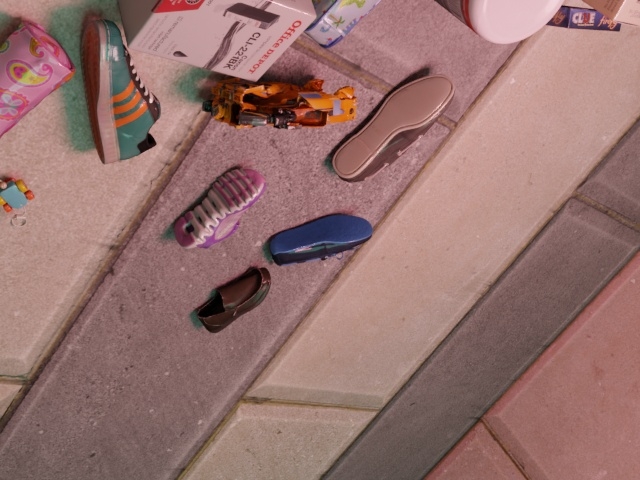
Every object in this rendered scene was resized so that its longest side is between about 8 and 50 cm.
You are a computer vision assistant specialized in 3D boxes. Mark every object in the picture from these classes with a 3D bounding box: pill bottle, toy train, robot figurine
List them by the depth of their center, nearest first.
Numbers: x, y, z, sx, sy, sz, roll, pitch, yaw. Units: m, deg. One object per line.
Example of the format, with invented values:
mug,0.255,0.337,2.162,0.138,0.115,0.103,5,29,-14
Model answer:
pill bottle,0.258,-0.521,1.425,0.210,0.363,0.210,-20,139,-19
toy train,-0.616,-0.079,1.471,0.166,0.046,0.125,9,124,-39
robot figurine,-0.084,-0.270,1.572,0.291,0.211,0.085,-9,112,-37

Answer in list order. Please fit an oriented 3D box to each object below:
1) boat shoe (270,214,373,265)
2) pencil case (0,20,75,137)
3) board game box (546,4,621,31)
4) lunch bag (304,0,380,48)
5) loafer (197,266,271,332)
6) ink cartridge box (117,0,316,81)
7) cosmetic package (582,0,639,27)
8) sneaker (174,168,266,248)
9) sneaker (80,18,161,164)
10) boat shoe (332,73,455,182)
boat shoe,0.000,0.000,1.994,0.258,0.109,0.089,-8,143,-9
pencil case,-0.538,-0.231,1.318,0.284,0.124,0.124,-41,142,6
board game box,0.502,-0.490,1.742,0.165,0.243,0.042,-7,112,-33
lunch bag,0.034,-0.474,1.456,0.219,0.176,0.090,-45,141,16
loafer,-0.214,0.144,1.973,0.220,0.080,0.078,-43,142,8
ink cartridge box,-0.175,-0.397,1.377,0.273,0.114,0.197,5,148,-41
cosmetic package,0.566,-0.581,1.645,0.113,0.309,0.160,-3,129,-36
sneaker,-0.208,-0.063,1.768,0.236,0.095,0.104,-40,149,12
sneaker,-0.351,-0.269,1.435,0.121,0.108,0.302,-18,146,-23
boat shoe,0.171,-0.255,1.852,0.335,0.112,0.095,-39,160,11
